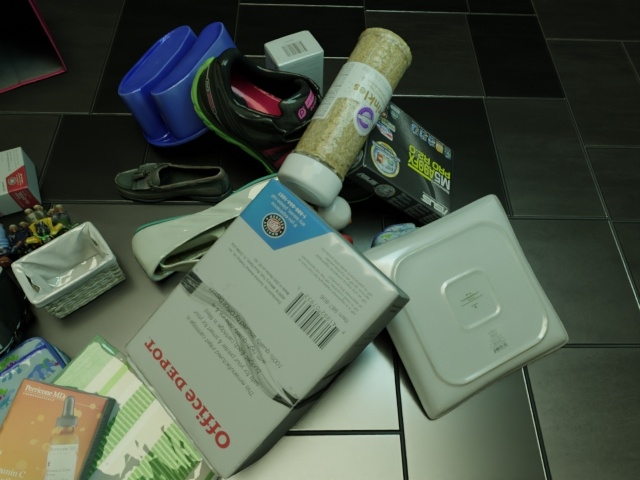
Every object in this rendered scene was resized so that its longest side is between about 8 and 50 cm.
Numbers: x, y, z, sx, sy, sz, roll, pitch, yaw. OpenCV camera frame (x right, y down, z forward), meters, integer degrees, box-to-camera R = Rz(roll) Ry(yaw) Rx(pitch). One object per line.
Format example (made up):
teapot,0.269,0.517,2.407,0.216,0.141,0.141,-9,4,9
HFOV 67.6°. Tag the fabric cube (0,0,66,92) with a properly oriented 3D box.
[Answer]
fabric cube,-0.859,-0.568,1.218,0.259,0.254,0.258,-26,65,-15

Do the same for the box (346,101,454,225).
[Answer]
box,0.189,-0.176,1.071,0.270,0.060,0.216,28,56,-27

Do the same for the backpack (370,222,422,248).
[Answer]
backpack,0.165,0.020,1.019,0.115,0.104,0.084,-6,39,-9

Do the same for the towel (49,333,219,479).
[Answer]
towel,-0.338,0.355,0.800,0.325,0.038,0.247,38,66,0

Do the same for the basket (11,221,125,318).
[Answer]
basket,-0.500,0.063,0.966,0.167,0.103,0.113,-34,67,-20

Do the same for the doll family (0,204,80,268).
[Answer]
doll family,-0.621,-0.006,1.021,0.193,0.076,0.111,-29,70,-12

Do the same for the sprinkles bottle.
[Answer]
sprinkles bottle,0.050,-0.243,0.942,0.121,0.121,0.355,27,79,12

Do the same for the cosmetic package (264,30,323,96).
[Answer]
cosmetic package,-0.061,-0.370,1.152,0.118,0.231,0.085,-23,65,-15

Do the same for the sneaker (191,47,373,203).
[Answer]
sneaker,-0.050,-0.235,1.043,0.483,0.202,0.185,27,65,-18

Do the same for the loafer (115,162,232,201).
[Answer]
loafer,-0.341,-0.146,1.099,0.268,0.084,0.096,2,61,-1

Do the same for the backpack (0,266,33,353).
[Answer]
backpack,-0.694,0.152,0.845,0.254,0.191,0.225,-28,28,-9

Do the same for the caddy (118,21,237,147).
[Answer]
caddy,-0.322,-0.378,1.182,0.242,0.179,0.341,10,58,31

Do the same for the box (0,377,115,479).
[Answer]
box,-0.411,0.310,0.724,0.130,0.091,0.170,17,67,-10

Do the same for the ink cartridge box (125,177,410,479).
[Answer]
ink cartridge box,-0.091,0.143,0.819,0.285,0.166,0.395,44,94,20

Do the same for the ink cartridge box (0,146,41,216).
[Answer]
ink cartridge box,-0.742,-0.120,1.075,0.175,0.072,0.127,-20,64,-13

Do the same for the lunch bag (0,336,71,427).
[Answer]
lunch bag,-0.543,0.292,0.846,0.219,0.090,0.176,-36,65,-21

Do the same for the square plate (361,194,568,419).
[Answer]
square plate,0.290,0.116,0.936,0.348,0.049,0.343,-24,84,-14

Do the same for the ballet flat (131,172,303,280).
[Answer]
ballet flat,-0.192,-0.019,1.005,0.401,0.139,0.139,-21,64,-5

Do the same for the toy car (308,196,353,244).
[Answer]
toy car,0.000,0.000,1.015,0.136,0.159,0.182,45,62,-19
